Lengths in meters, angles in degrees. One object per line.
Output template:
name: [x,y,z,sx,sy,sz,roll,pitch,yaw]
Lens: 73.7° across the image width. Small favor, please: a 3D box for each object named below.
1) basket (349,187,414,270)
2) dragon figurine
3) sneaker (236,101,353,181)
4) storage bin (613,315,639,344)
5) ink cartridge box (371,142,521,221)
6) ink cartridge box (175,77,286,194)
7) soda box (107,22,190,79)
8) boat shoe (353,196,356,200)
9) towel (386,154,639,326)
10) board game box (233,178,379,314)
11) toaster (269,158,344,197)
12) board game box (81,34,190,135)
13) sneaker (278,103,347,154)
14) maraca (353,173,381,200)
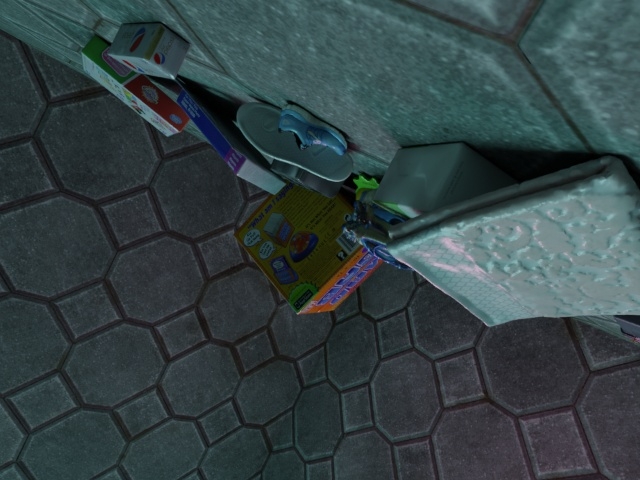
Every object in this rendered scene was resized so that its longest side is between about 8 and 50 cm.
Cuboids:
basket: [0.216,-0.032,1.098,0.254,0.201,0.289,24,-176,-31]
dragon figurine: [0.160,0.011,0.811,0.144,0.085,0.289,29,-178,43]
sneaker: [-0.058,-0.222,1.016,0.295,0.105,0.147,29,-175,2]
storage bin: [0.894,0.235,1.190,0.091,0.098,0.135,37,177,-20]
ink cartridge box: [0.296,-0.034,0.764,0.353,0.119,0.207,27,180,-21]
ink cartridge box: [-0.277,-0.296,1.247,0.324,0.071,0.330,50,-170,20]
soda box: [-0.346,-0.378,0.848,0.216,0.074,0.069,28,-179,43]
boat shoe: [0.221,-0.101,1.720,0.254,0.095,0.079,45,-174,35]
towel: [0.313,0.038,0.626,0.331,0.054,0.316,35,144,-33]
board game box: [0.000,0.000,1.493,0.356,0.356,0.356,48,-169,19]
toaster: [-0.036,-0.211,1.221,0.185,0.110,0.168,26,180,-43]
board game box: [-0.563,-0.452,1.305,0.316,0.064,0.242,40,170,-28]
sneaker: [-0.019,-0.217,0.896,0.162,0.073,0.063,25,-179,-20]
maraca: [0.157,-0.127,1.265,0.127,0.099,0.186,14,150,28]
